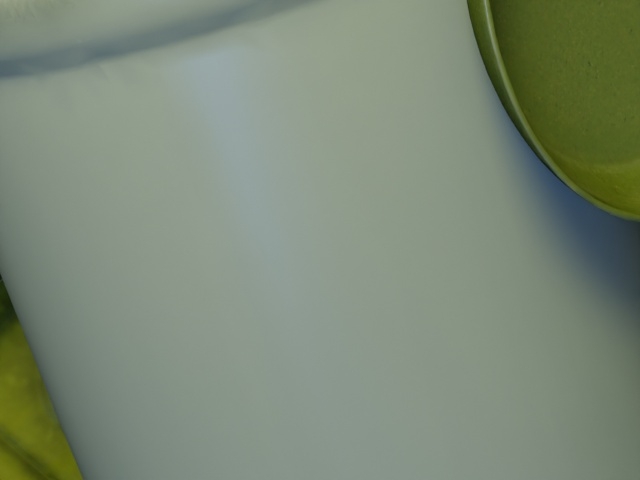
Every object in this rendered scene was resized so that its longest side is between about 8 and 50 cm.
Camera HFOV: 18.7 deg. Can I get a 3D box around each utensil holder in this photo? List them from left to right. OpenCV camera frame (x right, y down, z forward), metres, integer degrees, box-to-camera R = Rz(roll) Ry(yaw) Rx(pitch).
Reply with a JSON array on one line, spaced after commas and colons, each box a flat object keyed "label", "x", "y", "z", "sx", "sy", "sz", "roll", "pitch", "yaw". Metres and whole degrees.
[{"label": "utensil holder", "x": 0.000, "y": 0.000, "z": 0.968, "sx": 0.328, "sy": 0.327, "sz": 0.385, "roll": -12, "pitch": 110, "yaw": 14}]

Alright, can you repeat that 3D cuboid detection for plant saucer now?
[{"label": "plant saucer", "x": 0.135, "y": -0.128, "z": 0.838, "sx": 0.037, "sy": 0.241, "sz": 0.241, "roll": 5, "pitch": 116, "yaw": 46}]

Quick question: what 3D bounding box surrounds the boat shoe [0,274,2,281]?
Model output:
[{"label": "boat shoe", "x": -0.226, "y": 0.023, "z": 1.149, "sx": 0.068, "sy": 0.072, "sz": 0.190, "roll": 37, "pitch": 112, "yaw": -5}]
